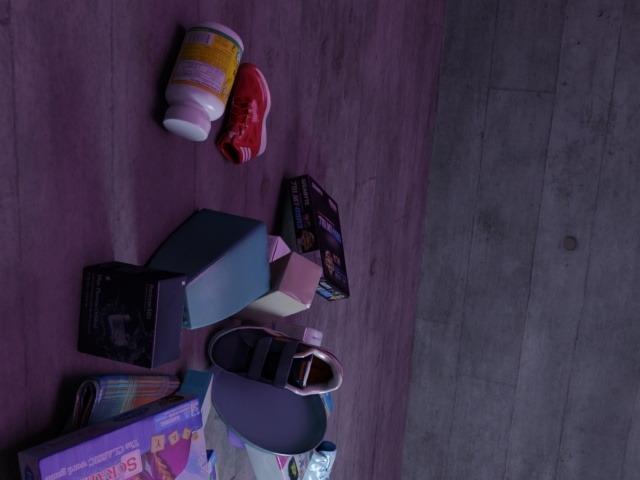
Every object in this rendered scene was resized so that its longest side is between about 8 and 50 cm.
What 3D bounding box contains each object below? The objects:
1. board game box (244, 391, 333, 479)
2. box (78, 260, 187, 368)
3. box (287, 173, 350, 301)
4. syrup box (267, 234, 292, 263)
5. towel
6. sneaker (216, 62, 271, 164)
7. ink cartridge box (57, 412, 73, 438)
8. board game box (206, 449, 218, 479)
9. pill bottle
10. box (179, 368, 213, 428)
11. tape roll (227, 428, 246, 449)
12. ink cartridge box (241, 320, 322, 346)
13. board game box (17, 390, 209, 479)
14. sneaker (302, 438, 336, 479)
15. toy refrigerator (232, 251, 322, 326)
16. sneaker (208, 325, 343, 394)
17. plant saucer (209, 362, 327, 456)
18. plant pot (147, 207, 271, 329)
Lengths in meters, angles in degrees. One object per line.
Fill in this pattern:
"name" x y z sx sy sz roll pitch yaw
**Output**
"board game box" -0.073 0.481 1.983 0.303 0.098 0.224 -61 152 -42
"box" -0.328 0.127 1.326 0.093 0.158 0.155 -10 107 -67
"box" 0.000 0.000 2.083 0.295 0.073 0.293 42 40 -69
"syrup box" -0.120 0.070 1.914 0.237 0.096 0.093 54 47 -61
"towel" -0.368 0.387 1.431 0.370 0.040 0.271 35 64 -73
"sneaker" -0.170 -0.269 1.669 0.128 0.087 0.221 -51 143 -54
"ink cartridge box" -0.424 0.362 1.352 0.115 0.029 0.062 78 28 -50
"board game box" -0.285 0.630 1.581 0.347 0.078 0.233 -68 154 -72
"pill bottle" -0.229 -0.303 1.459 0.117 0.118 0.208 50 52 -63
"box" -0.280 0.385 1.575 0.244 0.060 0.100 -78 177 -60
"tape roll" -0.163 0.454 1.983 0.189 0.080 0.188 9 90 -70
"ink cartridge box" -0.099 0.246 1.929 0.127 0.175 0.072 36 65 -66
"board game box" -0.325 0.456 1.280 0.319 0.066 0.317 -14 101 -47
"sneaker" -0.013 0.654 2.180 0.365 0.150 0.135 68 21 -14
"toy refrigerator" -0.107 0.120 1.744 0.094 0.269 0.102 31 61 -20
"sneaker" -0.096 0.277 1.759 0.127 0.321 0.126 -151 -107 -73
"plant saucer" -0.129 0.385 1.802 0.043 0.318 0.317 -55 172 29
"plant pot" -0.238 0.067 1.543 0.234 0.166 0.165 -40 136 -49
